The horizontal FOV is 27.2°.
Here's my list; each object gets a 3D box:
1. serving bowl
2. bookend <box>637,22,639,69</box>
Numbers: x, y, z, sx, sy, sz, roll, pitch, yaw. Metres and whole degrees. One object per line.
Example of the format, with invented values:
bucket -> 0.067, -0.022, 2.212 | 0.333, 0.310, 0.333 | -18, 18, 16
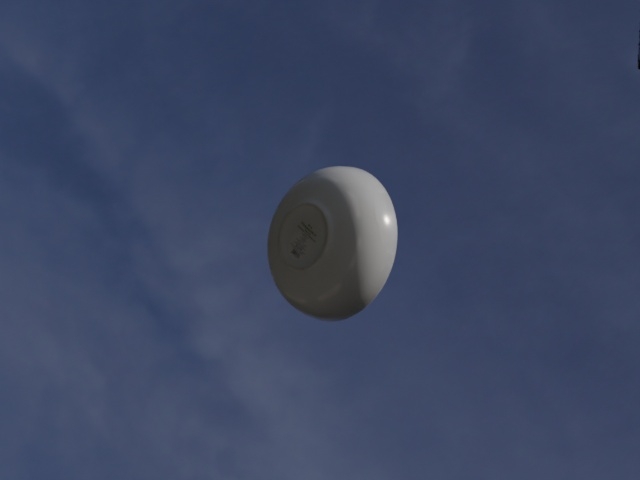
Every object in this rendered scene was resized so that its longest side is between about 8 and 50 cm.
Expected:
serving bowl -> 0.000, 0.000, 0.694 | 0.083, 0.027, 0.083 | -10, -105, 42
bookend -> 0.229, -0.193, 0.730 | 0.072, 0.156, 0.157 | 11, -52, 8
